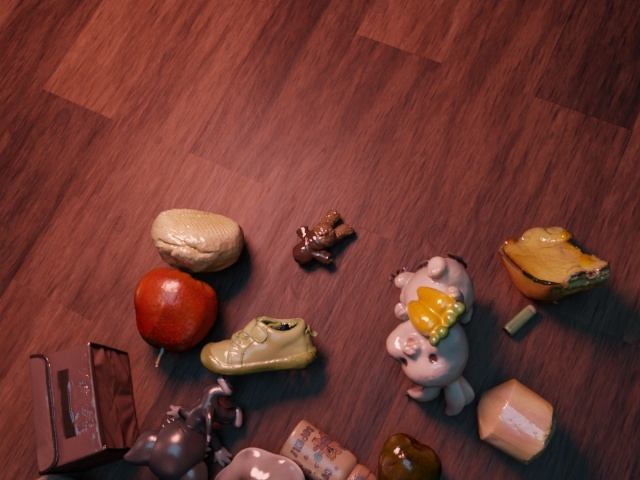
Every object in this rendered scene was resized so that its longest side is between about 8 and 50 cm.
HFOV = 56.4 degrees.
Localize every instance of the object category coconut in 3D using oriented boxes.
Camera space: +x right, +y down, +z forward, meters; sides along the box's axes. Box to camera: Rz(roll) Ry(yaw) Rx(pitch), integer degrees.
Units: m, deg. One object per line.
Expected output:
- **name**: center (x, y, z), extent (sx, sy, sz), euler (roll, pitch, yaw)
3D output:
- **coconut**: center (0.395, 0.370, 1.236), extent (0.153, 0.147, 0.147), euler (31, 79, 17)

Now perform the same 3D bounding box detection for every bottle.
- **bottle**: center (0.022, 0.477, 1.264), extent (0.209, 0.110, 0.097), euler (30, 68, 15)
- **bottle**: center (0.450, 0.180, 1.346), extent (0.083, 0.030, 0.030), euler (-40, 72, -7)

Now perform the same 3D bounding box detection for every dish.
- **dish**: center (-0.131, 0.552, 1.237), extent (0.230, 0.081, 0.229), euler (1, 95, 15)

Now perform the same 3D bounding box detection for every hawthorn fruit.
- **hawthorn fruit**: center (-0.338, 0.181, 1.365), extent (0.197, 0.196, 0.225), euler (15, 82, 11)

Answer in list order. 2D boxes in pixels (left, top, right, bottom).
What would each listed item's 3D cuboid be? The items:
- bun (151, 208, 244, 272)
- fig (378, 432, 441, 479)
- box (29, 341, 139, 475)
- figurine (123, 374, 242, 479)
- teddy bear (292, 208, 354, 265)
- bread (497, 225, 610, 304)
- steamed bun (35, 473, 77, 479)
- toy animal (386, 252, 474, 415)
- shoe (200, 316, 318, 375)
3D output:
- **bun**: center (-0.291, 0.011, 1.412), extent (0.221, 0.220, 0.134), euler (20, 110, 12)
- **fig**: center (0.168, 0.494, 1.255), extent (0.133, 0.184, 0.126), euler (20, 32, -16)
- **box**: center (-0.519, 0.371, 1.330), extent (0.153, 0.188, 0.252), euler (-17, 69, 4)
- **figurine**: center (-0.265, 0.429, 1.304), extent (0.193, 0.140, 0.265), euler (42, 104, -1)
- **teddy bear**: center (0.001, -0.004, 1.434), extent (0.160, 0.078, 0.119), euler (-42, 76, -8)
- **bread**: center (0.514, 0.074, 1.323), extent (0.175, 0.251, 0.132), euler (-21, 115, -1)
- **steamed bun**: center (-0.553, 0.615, 1.281), extent (0.177, 0.130, 0.228), euler (-36, 72, -5)
- **toy animal**: center (0.240, 0.196, 1.271), extent (0.183, 0.247, 0.309), euler (-9, 56, 22)
- **shoe**: center (-0.136, 0.236, 1.353), extent (0.263, 0.140, 0.128), euler (0, 83, 2)
